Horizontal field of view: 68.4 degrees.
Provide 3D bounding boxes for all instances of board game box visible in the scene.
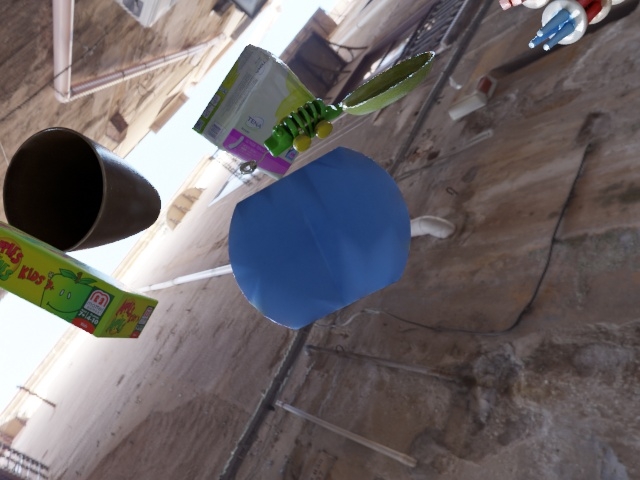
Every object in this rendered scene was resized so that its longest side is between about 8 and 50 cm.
[{"bbox_3d":[0.000,0.000,0.433,0.169,0.033,0.133,-28,-106,10],"label":"board game box"},{"bbox_3d":[-0.249,0.029,0.425,0.181,0.092,0.043,26,-101,4],"label":"board game box"}]

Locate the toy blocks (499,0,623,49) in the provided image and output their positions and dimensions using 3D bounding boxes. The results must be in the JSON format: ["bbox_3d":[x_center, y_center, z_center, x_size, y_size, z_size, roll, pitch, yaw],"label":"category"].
[{"bbox_3d":[0.272,-0.283,0.559,0.148,0.123,0.054,-40,-34,-17],"label":"toy blocks"}]

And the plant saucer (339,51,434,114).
[{"bbox_3d":[0.155,-0.351,1.079,0.241,0.241,0.037,-44,-66,-27],"label":"plant saucer"}]

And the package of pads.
[{"bbox_3d":[-0.123,-0.285,1.091,0.229,0.101,0.296,-55,-23,8],"label":"package of pads"}]

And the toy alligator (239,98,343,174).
[{"bbox_3d":[-0.047,-0.164,0.710,0.190,0.051,0.056,-34,-118,-8],"label":"toy alligator"}]

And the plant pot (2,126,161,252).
[{"bbox_3d":[-0.415,-0.077,0.894,0.230,0.216,0.215,11,-107,-73],"label":"plant pot"}]
